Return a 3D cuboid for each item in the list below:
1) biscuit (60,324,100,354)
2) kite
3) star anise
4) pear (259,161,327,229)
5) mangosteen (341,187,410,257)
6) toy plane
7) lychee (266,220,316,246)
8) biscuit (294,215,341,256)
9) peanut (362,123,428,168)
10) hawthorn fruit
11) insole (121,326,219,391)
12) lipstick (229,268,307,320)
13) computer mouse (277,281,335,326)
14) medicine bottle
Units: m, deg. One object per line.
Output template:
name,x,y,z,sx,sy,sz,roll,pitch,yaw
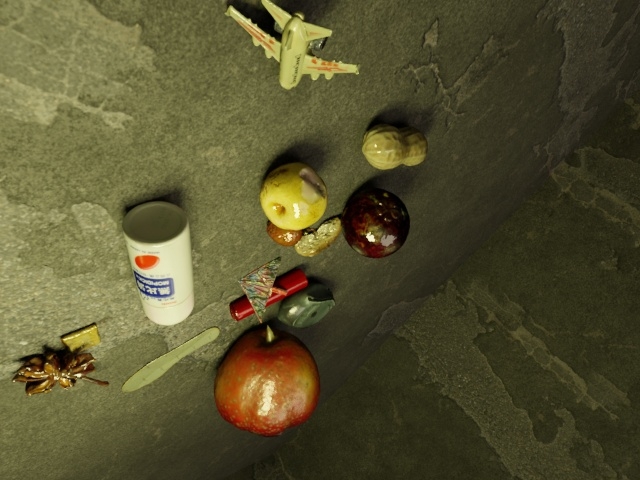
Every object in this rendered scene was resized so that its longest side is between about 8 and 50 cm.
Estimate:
biscuit,-0.592,0.247,1.040,0.081,0.018,0.083,-22,148,-33
kite,-0.187,0.156,1.367,0.189,0.009,0.232,19,94,-35
star anise,-0.641,0.335,1.038,0.177,0.073,0.234,-9,140,-20
pear,-0.062,-0.115,1.055,0.178,0.178,0.178,-31,151,-20
mangosteen,0.173,-0.047,1.411,0.231,0.231,0.289,-34,173,-16
toy plane,-0.047,-0.341,0.756,0.256,0.242,0.104,-108,-140,-82
lychee,-0.083,-0.037,1.198,0.140,0.101,0.114,-20,180,-13
biscuit,0.000,0.000,1.406,0.183,0.061,0.118,-34,153,-16
peanut,0.227,-0.273,1.244,0.298,0.120,0.136,-12,164,-45
hawthorn fruit,-0.200,0.502,1.572,0.403,0.403,0.402,-31,151,-20
insole,-0.490,0.392,1.391,0.348,0.009,0.119,-31,150,-19
lipstick,-0.176,0.184,1.430,0.280,0.073,0.073,-26,149,-25
computer mouse,-0.058,0.248,1.632,0.203,0.114,0.374,-46,160,3
medicine bottle,-0.361,0.074,0.969,0.130,0.130,0.341,-24,149,-30
